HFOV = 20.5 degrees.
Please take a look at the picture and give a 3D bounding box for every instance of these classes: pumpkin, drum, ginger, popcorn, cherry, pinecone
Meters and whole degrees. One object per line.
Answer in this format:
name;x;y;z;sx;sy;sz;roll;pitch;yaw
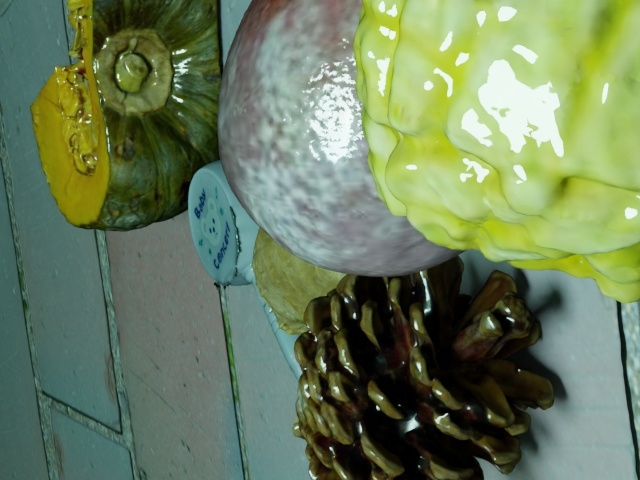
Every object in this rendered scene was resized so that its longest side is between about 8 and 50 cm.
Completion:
pumpkin;-0.185;-0.152;1.675;0.190;0.139;0.280;28;124;57
drum;-0.056;0.045;1.591;0.130;0.049;0.253;-51;55;58
ginger;0.000;0.000;1.399;0.216;0.102;0.157;153;110;-64
popcorn;0.144;-0.093;0.922;0.237;0.293;0.293;15;120;21
cherry;0.038;-0.092;1.140;0.236;0.213;0.285;-106;19;-44
pinecone;0.068;0.100;1.224;0.185;0.169;0.212;64;150;9
